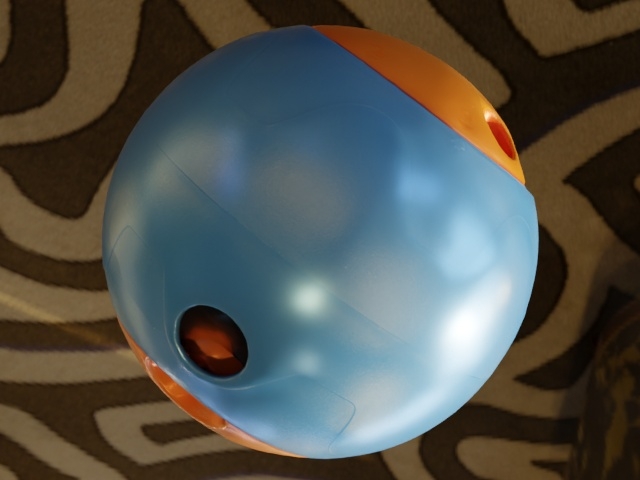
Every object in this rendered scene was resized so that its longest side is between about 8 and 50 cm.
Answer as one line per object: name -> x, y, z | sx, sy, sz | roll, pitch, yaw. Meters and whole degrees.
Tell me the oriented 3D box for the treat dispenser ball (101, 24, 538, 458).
treat dispenser ball -> 0.000, 0.000, 0.668 | 0.288, 0.288, 0.288 | 3, 130, 3
